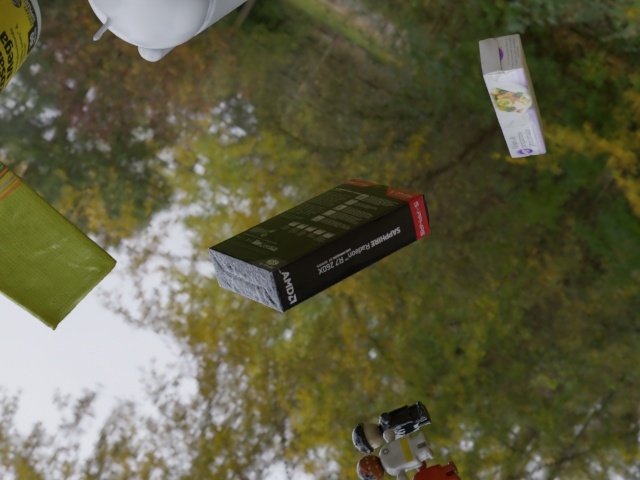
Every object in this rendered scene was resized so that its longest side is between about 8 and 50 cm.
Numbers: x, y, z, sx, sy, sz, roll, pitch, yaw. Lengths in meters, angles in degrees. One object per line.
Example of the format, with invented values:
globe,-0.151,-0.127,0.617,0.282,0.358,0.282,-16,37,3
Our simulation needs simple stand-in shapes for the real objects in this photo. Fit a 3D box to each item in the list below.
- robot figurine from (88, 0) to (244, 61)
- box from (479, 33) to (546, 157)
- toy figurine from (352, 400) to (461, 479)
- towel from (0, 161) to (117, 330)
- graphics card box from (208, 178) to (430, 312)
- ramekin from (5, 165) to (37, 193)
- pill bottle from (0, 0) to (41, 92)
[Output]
robot figurine,-0.205,-0.405,1.526,0.200,0.300,0.353,27,-137,15
box,0.317,-0.228,1.714,0.063,0.067,0.324,-7,160,16
toy figurine,0.152,0.415,1.869,0.213,0.148,0.209,63,-169,-13
towel,-0.302,-0.005,1.015,0.021,0.102,0.237,44,177,46
graphics card box,0.000,0.000,2.025,0.371,0.094,0.233,-26,-155,-30
ramekin,-0.615,-0.011,1.786,0.148,0.303,0.303,32,-172,9
pill bottle,-0.525,-0.244,1.435,0.188,0.188,0.334,30,-140,-13
